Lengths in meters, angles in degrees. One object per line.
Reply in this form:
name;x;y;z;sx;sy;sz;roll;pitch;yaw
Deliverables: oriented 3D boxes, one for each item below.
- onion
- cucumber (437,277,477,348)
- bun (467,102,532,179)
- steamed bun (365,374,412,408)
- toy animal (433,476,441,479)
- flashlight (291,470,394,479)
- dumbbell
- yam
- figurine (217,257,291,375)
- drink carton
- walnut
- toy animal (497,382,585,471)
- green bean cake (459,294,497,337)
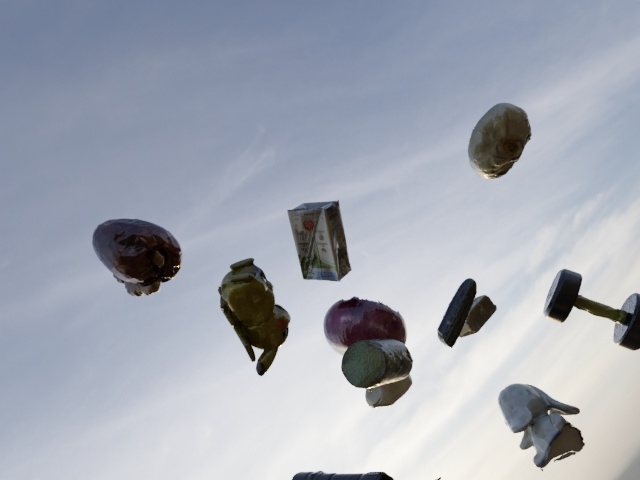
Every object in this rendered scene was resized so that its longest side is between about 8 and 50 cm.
onion;0.170;0.401;1.879;0.345;0.358;0.358;-46;-37;-24
cucumber;0.454;0.235;1.466;0.242;0.074;0.074;-61;-37;-11
bun;0.684;-0.366;1.660;0.287;0.146;0.288;-18;-56;-29
steamed bun;0.307;0.673;2.087;0.238;0.153;0.170;-20;-12;-45
toy animal;0.237;0.604;1.004;0.074;0.041;0.217;-15;-57;-11
flashlight;0.063;0.805;1.457;0.103;0.103;0.423;5;-25;-45
dumbbell;1.017;0.249;1.630;0.204;0.322;0.204;-48;-30;-40
yam;0.200;0.414;1.515;0.268;0.161;0.161;17;-72;-54
figurine;-0.190;0.227;1.328;0.169;0.218;0.327;-27;-70;5
drink carton;0.000;-0.001;1.867;0.132;0.194;0.325;-34;-62;-51
walnut;-0.595;0.053;1.437;0.221;0.268;0.244;-18;-58;-52
toy animal;0.732;0.612;1.514;0.249;0.289;0.174;-16;-66;-41
green bean cake;0.608;0.300;1.770;0.179;0.085;0.109;-34;-4;-30
